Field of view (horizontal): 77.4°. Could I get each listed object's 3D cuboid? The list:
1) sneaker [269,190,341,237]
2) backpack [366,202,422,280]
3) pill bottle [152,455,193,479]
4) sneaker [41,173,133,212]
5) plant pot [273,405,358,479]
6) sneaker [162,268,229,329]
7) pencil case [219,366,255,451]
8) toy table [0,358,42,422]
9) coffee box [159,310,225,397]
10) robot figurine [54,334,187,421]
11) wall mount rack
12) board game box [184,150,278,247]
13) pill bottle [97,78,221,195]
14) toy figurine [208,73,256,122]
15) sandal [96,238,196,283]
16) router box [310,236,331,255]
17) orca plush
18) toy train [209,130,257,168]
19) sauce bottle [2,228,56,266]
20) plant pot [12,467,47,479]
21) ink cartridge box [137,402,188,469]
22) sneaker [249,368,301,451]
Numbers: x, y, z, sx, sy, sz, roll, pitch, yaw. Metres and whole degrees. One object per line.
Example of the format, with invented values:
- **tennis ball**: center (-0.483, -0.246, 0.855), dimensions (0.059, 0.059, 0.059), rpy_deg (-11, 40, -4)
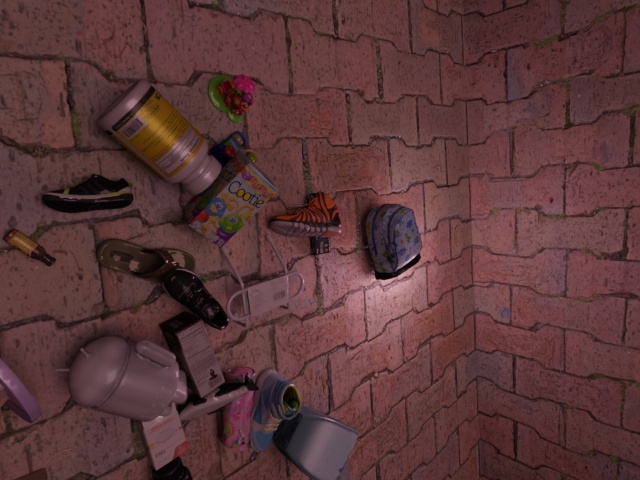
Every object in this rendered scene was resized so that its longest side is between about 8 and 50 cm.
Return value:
- **sneaker**: center (-0.065, -0.113, 1.663), dimensions (0.321, 0.125, 0.180), rpy_deg (4, 71, -32)
- **backpack**: center (0.363, -0.015, 1.984), dimensions (0.290, 0.273, 0.355), rpy_deg (-29, 100, -30)
- **pill bottle**: center (-0.482, 0.839, 1.330), dimensions (0.123, 0.123, 0.219), rpy_deg (-24, 109, -39)
- **sneaker**: center (-0.660, -0.140, 1.143), dimensions (0.235, 0.084, 0.097), rpy_deg (-7, 74, -43)
- **plant pot**: center (-0.045, 0.828, 1.664), dimensions (0.252, 0.247, 0.247), rpy_deg (38, 67, -18)
- **sneaker**: center (-0.393, 0.198, 1.320), dimensions (0.107, 0.124, 0.283), rpy_deg (-51, 138, -18)
- **pencil case**: center (-0.305, 0.619, 1.480), dimensions (0.124, 0.124, 0.283), rpy_deg (4, 89, -43)
- **toy table**: center (-0.813, 0.371, 0.928), dimensions (0.274, 0.252, 0.161), rpy_deg (59, 39, -14)
- **coffee box**: center (-0.428, 0.376, 1.336), dimensions (0.098, 0.141, 0.246), rpy_deg (-28, 110, -38)
- **robot figurine**: center (-0.564, 0.403, 1.169), dimensions (0.300, 0.199, 0.353), rpy_deg (-45, 128, 9)
- **wall mount rack**: center (-0.235, 0.149, 1.512), dimensions (0.350, 0.131, 0.304), rpy_deg (-16, 108, -41)
- **board game box**: center (-0.300, -0.138, 1.333), dimensions (0.275, 0.142, 0.144), rpy_deg (-45, 126, 4)
- **pill bottle**: center (-0.470, -0.297, 1.214), dimensions (0.334, 0.188, 0.187), rpy_deg (46, 63, -35)
- **toy figurine**: center (-0.283, -0.504, 1.389), dimensions (0.130, 0.159, 0.173), rpy_deg (-44, 121, -31)
- **sandal**: center (-0.532, 0.073, 1.251), dimensions (0.303, 0.086, 0.120), rpy_deg (15, 83, -43)
- **router box**: center (0.000, 0.000, 1.768), dimensions (0.092, 0.038, 0.122), rpy_deg (-9, 99, -41)
- **orca plush**: center (-0.366, 0.517, 1.383), dimensions (0.151, 0.287, 0.102), rpy_deg (40, 22, -53)
- **toy train**: center (-0.279, -0.267, 1.461), dimensions (0.248, 0.105, 0.143), rpy_deg (57, 44, -29)
- **sauce bottle**: center (-0.769, 0.022, 1.061), dimensions (0.128, 0.042, 0.042), rpy_deg (49, 62, -31)
- **plant pot**: center (-0.782, 0.701, 1.063), dimensions (0.109, 0.096, 0.108), rpy_deg (-7, 98, -43)
- **ink cartridge box**: center (-0.523, 0.627, 1.315), dimensions (0.115, 0.067, 0.198), rpy_deg (-20, 108, -40)
- **sneaker**: center (-0.176, 0.683, 1.542), dimensions (0.127, 0.208, 0.318), rpy_deg (10, 87, -44)
